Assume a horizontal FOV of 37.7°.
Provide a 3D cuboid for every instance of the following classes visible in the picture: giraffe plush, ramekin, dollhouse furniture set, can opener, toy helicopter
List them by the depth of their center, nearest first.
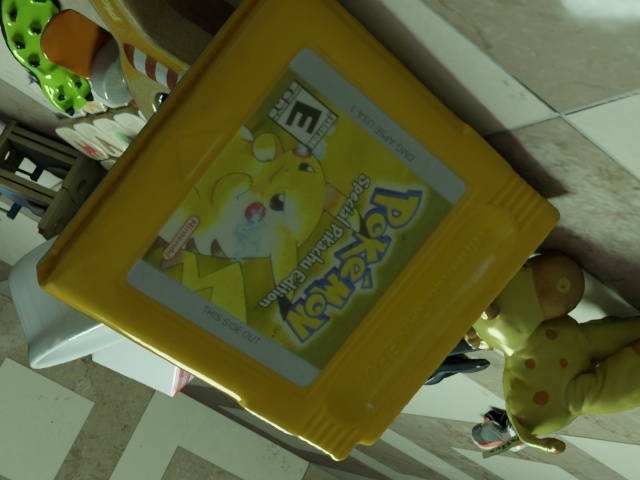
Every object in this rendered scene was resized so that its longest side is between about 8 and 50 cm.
[{"bbox_3d":[-0.142,-0.166,0.755,0.235,0.140,0.355,20,153,45],"label":"toy helicopter"},{"bbox_3d":[0.209,0.085,0.894,0.171,0.210,0.181,63,168,-5],"label":"giraffe plush"},{"bbox_3d":[-0.288,0.059,1.289,0.135,0.277,0.277,65,163,7],"label":"ramekin"},{"bbox_3d":[0.179,0.162,1.300,0.059,0.073,0.186,65,158,7],"label":"can opener"},{"bbox_3d":[-0.382,-0.053,1.320,0.129,0.129,0.184,22,161,13],"label":"dollhouse furniture set"}]

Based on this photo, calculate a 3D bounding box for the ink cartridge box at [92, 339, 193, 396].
[{"bbox_3d":[-0.244,0.140,1.527,0.158,0.218,0.092,21,120,15],"label":"ink cartridge box"}]

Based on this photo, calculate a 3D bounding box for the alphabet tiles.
[{"bbox_3d":[-0.204,-0.108,1.105,0.278,0.021,0.284,37,158,-32],"label":"alphabet tiles"}]

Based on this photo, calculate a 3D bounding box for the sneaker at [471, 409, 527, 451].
[{"bbox_3d":[0.291,0.302,1.538,0.065,0.061,0.158,57,156,-5],"label":"sneaker"}]

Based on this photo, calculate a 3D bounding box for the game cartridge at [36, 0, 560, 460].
[{"bbox_3d":[0.000,0.000,0.721,0.323,0.285,0.053,36,-175,-29],"label":"game cartridge"}]

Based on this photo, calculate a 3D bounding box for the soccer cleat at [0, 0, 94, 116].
[{"bbox_3d":[-0.275,-0.193,0.912,0.072,0.060,0.179,47,164,26],"label":"soccer cleat"}]
